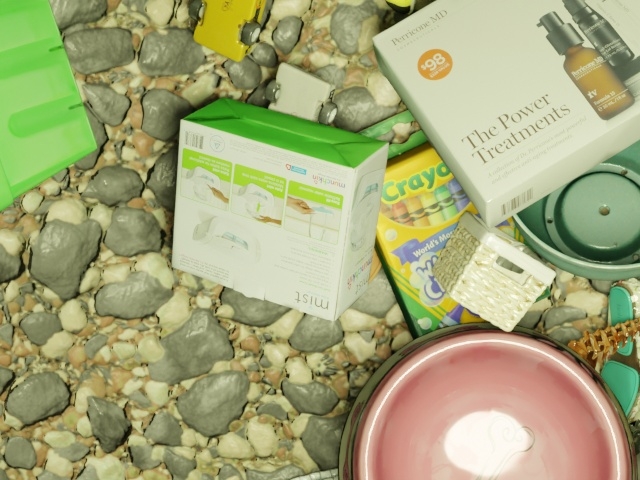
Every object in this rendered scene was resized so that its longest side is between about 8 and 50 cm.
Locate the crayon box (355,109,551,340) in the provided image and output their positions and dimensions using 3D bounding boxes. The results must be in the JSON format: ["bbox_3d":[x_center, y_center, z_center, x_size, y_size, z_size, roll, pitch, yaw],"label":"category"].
[{"bbox_3d":[0.173,-0.028,1.752,0.203,0.083,0.323,-25,101,-5],"label":"crayon box"}]

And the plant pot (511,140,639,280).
[{"bbox_3d":[0.390,-0.066,1.672,0.293,0.196,0.293,-3,68,8],"label":"plant pot"}]

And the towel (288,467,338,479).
[{"bbox_3d":[0.093,0.464,1.866,0.284,0.121,0.235,-10,104,3],"label":"towel"}]

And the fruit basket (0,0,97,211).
[{"bbox_3d":[-0.527,-0.210,1.660,0.392,0.283,0.392,-2,98,-16],"label":"fruit basket"}]

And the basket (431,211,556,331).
[{"bbox_3d":[0.227,0.041,1.646,0.113,0.167,0.103,31,99,-9],"label":"basket"}]

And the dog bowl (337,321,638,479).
[{"bbox_3d":[0.221,0.298,1.614,0.408,0.150,0.408,-1,78,5],"label":"dog bowl"}]

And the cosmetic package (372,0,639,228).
[{"bbox_3d":[0.300,-0.234,1.595,0.377,0.097,0.284,-31,66,-3],"label":"cosmetic package"}]

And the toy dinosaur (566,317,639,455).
[{"bbox_3d":[0.352,0.240,1.781,0.218,0.164,0.322,52,135,30],"label":"toy dinosaur"}]

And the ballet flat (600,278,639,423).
[{"bbox_3d":[0.465,0.169,1.818,0.077,0.091,0.241,-8,111,-31],"label":"ballet flat"}]

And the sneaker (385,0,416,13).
[{"bbox_3d":[0.236,-0.435,1.661,0.385,0.145,0.147,-19,114,13],"label":"sneaker"}]

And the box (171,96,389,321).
[{"bbox_3d":[-0.060,-0.044,1.678,0.262,0.127,0.231,16,118,21],"label":"box"}]

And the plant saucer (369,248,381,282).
[{"bbox_3d":[0.000,0.000,1.801,0.200,0.037,0.200,0,103,1],"label":"plant saucer"}]

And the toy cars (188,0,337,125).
[{"bbox_3d":[-0.068,-0.258,1.715,0.176,0.087,0.393,-13,107,33],"label":"toy cars"}]
